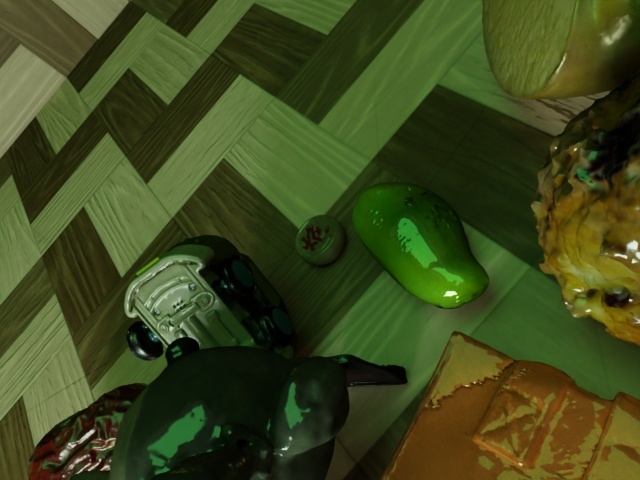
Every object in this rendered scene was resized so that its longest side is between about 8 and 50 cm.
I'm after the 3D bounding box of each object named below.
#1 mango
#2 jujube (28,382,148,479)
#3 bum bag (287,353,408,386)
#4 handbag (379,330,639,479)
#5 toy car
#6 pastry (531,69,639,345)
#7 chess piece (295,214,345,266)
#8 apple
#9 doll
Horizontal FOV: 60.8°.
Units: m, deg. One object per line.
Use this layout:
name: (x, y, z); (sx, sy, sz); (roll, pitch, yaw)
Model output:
mango: (0.134, 0.001, 0.723); (0.125, 0.111, 0.233); (-52, 48, 6)
jujube: (-0.337, 0.326, 0.856); (0.230, 0.155, 0.155); (-38, 48, 1)
bum bag: (0.029, 0.159, 0.673); (0.109, 0.159, 0.026); (-12, 63, 29)
handbag: (0.242, 0.284, 0.481); (0.410, 0.116, 0.304); (21, 75, 41)
toy car: (-0.142, 0.103, 0.806); (0.204, 0.248, 0.198); (-34, 11, 19)
pastry: (0.361, -0.051, 0.416); (0.405, 0.337, 0.292); (-27, 86, 25)
chess piece: (0.000, 0.000, 0.869); (0.083, 0.038, 0.084); (-18, 56, 29)
apple: (0.340, -0.319, 0.668); (0.314, 0.252, 0.309); (-13, 70, 31)
doll: (-0.062, 0.276, 0.561); (0.252, 0.379, 0.382); (-40, -2, -34)
